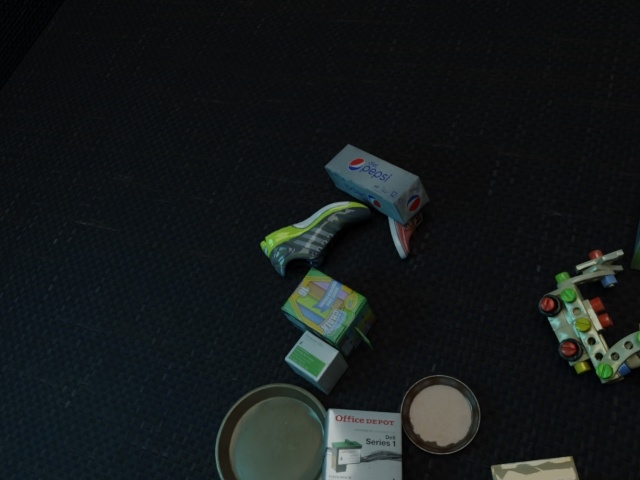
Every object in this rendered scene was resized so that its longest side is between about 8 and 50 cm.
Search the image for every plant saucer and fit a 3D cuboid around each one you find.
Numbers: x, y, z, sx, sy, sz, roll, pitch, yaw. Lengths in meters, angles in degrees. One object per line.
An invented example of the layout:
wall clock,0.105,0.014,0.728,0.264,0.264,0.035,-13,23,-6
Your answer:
plant saucer,0.258,0.376,1.323,0.169,0.029,0.168,-7,58,12
plant saucer,-0.101,0.460,1.374,0.278,0.041,0.277,-8,59,13

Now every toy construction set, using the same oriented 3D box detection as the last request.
toy construction set,0.592,0.161,1.275,0.215,0.151,0.327,-31,45,27

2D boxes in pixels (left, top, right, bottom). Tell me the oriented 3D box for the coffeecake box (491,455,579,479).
coffeecake box,0.397,0.460,1.140,0.143,0.185,0.068,-11,58,11

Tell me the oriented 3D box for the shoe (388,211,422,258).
shoe,0.220,-0.040,1.551,0.081,0.063,0.177,-18,53,13

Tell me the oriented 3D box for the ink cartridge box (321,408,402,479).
ink cartridge box,0.084,0.466,1.263,0.160,0.092,0.219,4,61,-2

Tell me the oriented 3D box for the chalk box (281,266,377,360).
chalk box,0.041,0.183,1.438,0.213,0.132,0.132,28,72,27

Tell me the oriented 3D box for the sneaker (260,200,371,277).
sneaker,0.000,0.000,1.584,0.300,0.111,0.121,-27,67,7

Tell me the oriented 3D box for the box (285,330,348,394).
box,-0.007,0.281,1.412,0.101,0.102,0.087,29,70,29

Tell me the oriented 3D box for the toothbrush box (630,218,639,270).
toothbrush box,0.847,-0.018,1.321,0.283,0.122,0.206,15,67,22

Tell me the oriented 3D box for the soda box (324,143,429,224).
soda box,0.141,-0.149,1.581,0.098,0.091,0.286,-44,43,-11
